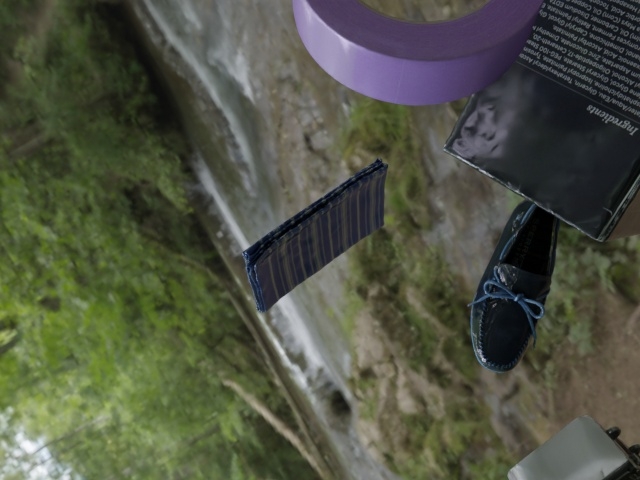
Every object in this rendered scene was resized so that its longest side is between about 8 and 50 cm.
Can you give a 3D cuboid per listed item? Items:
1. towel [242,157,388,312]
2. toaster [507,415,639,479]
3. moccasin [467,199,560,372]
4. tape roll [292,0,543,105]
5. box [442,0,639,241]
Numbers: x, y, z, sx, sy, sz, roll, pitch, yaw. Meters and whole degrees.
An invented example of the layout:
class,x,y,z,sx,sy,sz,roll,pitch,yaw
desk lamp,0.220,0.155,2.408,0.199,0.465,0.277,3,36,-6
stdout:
class,x,y,z,sx,sy,sz,roll,pitch,yaw
towel,0.000,0.000,1.546,0.040,0.336,0.243,47,163,25
toaster,0.368,0.346,1.090,0.168,0.185,0.110,35,-162,-38
moccasin,0.351,0.066,1.436,0.137,0.342,0.117,14,167,1
tape roll,0.105,-0.288,0.864,0.275,0.274,0.090,56,168,17
box,0.504,-0.275,1.255,0.297,0.472,0.480,34,-160,27
